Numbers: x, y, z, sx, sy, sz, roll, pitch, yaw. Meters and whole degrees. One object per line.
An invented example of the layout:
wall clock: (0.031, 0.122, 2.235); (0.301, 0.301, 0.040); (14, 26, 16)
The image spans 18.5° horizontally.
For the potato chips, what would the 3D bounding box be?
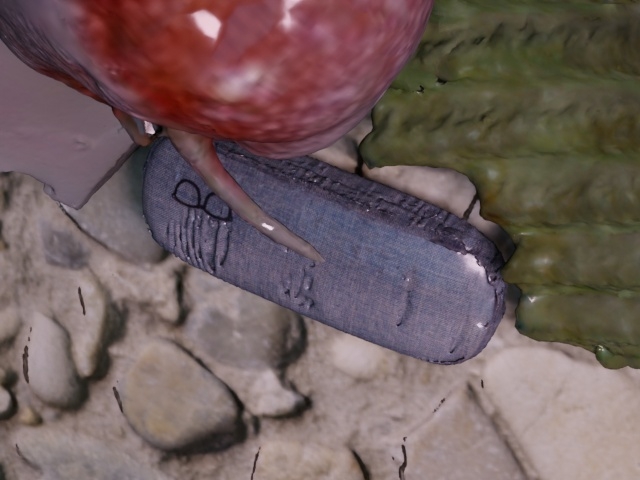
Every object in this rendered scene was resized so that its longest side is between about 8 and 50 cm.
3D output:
potato chips: (0.181, -0.085, 1.171); (0.373, 0.097, 0.389); (55, 147, -1)

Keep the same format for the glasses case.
glasses case: (0.000, 0.000, 1.392); (0.282, 0.067, 0.109); (23, 125, 16)

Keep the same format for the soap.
soap: (-0.238, -0.117, 1.320); (0.159, 0.302, 0.258); (-31, 99, 28)

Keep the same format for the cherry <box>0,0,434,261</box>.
cherry: (-0.058, -0.204, 1.178); (0.291, 0.335, 0.326); (22, 153, -17)
